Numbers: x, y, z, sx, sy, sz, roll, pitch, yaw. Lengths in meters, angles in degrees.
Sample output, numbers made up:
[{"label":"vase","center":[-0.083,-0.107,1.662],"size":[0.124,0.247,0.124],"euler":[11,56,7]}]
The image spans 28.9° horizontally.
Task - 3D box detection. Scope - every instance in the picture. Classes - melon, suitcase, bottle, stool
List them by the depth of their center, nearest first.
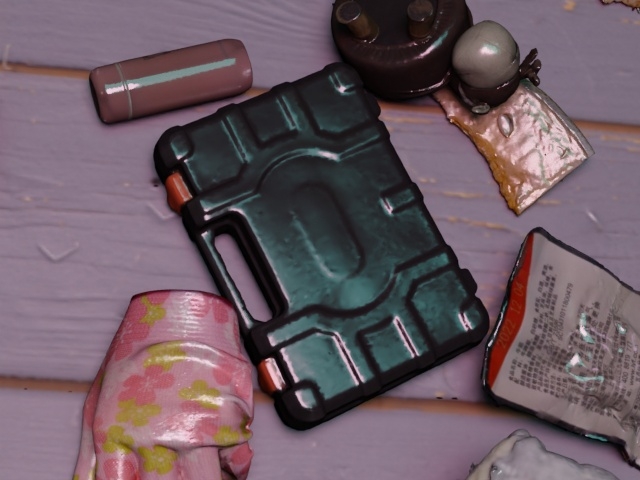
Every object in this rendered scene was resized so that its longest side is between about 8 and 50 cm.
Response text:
[{"label":"suitcase","center":[0.000,0.000,1.084],"size":[0.206,0.066,0.285],"euler":[-24,79,-17]},{"label":"bottle","center":[-0.133,-0.142,1.106],"size":[0.140,0.053,0.053],"euler":[-16,77,-15]},{"label":"stool","center":[0.095,-0.188,1.116],"size":[0.217,0.121,0.125],"euler":[31,76,21]},{"label":"melon","center":[0.170,-0.122,1.174],"size":[0.098,0.054,0.182],"euler":[-35,82,-4]}]

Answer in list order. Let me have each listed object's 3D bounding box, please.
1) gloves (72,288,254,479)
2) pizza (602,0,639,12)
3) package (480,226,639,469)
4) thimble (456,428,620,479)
[{"label":"gloves","center":[-0.126,0.167,0.983],"size":[0.145,0.126,0.241],"euler":[8,66,-12]},{"label":"pizza","center":[0.328,-0.289,1.242],"size":[0.246,0.058,0.127],"euler":[23,71,-2]},{"label":"package","center":[0.251,0.104,1.106],"size":[0.232,0.040,0.166],"euler":[25,70,-18]},{"label":"thimble","center":[0.196,0.272,0.969],"size":[0.250,0.205,0.172],"euler":[37,75,-16]}]
